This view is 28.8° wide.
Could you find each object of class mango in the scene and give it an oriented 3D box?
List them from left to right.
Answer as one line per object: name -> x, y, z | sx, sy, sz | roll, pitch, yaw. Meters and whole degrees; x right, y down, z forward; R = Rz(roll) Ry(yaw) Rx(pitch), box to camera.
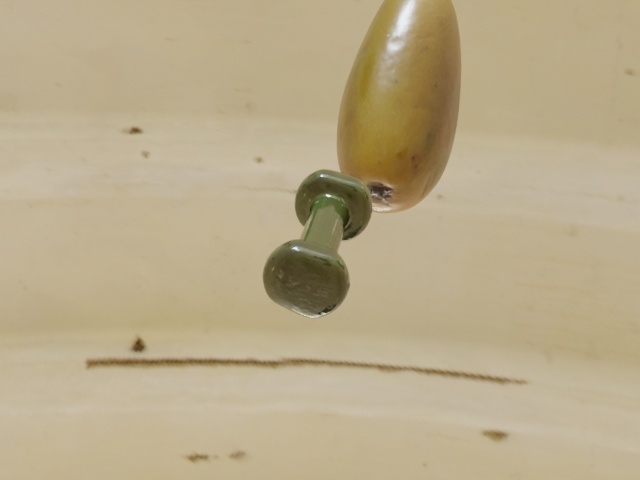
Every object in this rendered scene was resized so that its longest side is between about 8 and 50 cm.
mango -> 0.080, -0.141, 1.210 | 0.138, 0.113, 0.253 | 59, -140, -64

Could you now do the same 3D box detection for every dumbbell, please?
dumbbell -> 0.000, 0.000, 0.761 | 0.052, 0.118, 0.046 | 22, -60, 0
